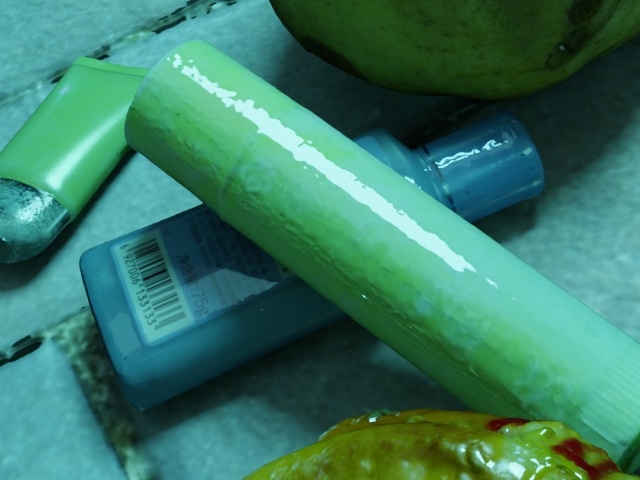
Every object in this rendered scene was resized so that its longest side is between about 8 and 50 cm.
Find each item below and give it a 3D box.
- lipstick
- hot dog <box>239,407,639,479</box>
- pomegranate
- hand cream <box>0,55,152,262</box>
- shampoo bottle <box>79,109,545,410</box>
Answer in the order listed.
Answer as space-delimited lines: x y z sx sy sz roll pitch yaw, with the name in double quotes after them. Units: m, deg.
0.036 0.009 0.612 0.304 0.076 0.076 38 67 17 "lipstick"
0.078 0.154 0.494 0.256 0.150 0.153 29 74 34 "hot dog"
0.082 -0.214 0.725 0.281 0.281 0.281 -8 49 10 "pomegranate"
-0.163 -0.057 0.806 0.095 0.046 0.175 11 49 26 "hand cream"
0.000 0.000 0.695 0.258 0.061 0.104 -23 55 -3 "shampoo bottle"
